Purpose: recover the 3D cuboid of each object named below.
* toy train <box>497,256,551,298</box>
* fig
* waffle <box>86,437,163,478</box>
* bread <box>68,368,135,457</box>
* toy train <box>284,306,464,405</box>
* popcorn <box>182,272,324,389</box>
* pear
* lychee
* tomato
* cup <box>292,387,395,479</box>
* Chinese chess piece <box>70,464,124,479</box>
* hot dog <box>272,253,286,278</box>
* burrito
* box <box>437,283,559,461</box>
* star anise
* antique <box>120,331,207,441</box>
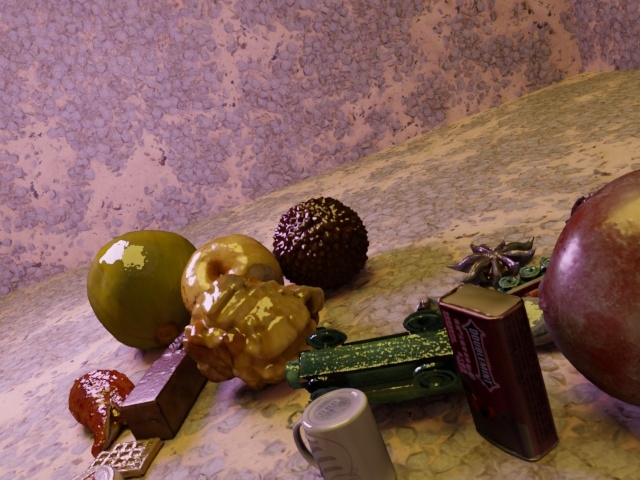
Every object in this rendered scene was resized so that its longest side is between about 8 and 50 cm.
[{"bbox_3d":[0.424,0.094,1.039,0.176,0.074,0.118,-22,23,-9],"label":"toy train"},{"bbox_3d":[-0.462,0.139,1.502,0.344,0.343,0.343,-18,17,6],"label":"fig"},{"bbox_3d":[-0.373,0.415,1.035,0.135,0.021,0.092,-13,20,18],"label":"waffle"},{"bbox_3d":[-0.472,0.357,1.199,0.139,0.095,0.269,-37,26,-23],"label":"bread"},{"bbox_3d":[0.101,0.217,0.879,0.308,0.189,0.126,-13,41,10],"label":"toy train"},{"bbox_3d":[-0.118,0.176,1.144,0.333,0.224,0.265,-14,24,-36],"label":"popcorn"},{"bbox_3d":[-0.214,0.117,1.377,0.272,0.271,0.271,-18,17,6],"label":"pear"},{"bbox_3d":[0.000,0.000,1.455,0.268,0.267,0.267,-18,17,6],"label":"lychee"},{"bbox_3d":[0.447,0.058,0.718,0.317,0.316,0.283,-28,37,-23],"label":"tomato"},{"bbox_3d":[0.022,0.294,0.771,0.136,0.133,0.099,-18,14,10],"label":"cup"},{"bbox_3d":[-0.392,0.439,0.929,0.122,0.051,0.122,-18,18,6],"label":"Chinese chess piece"},{"bbox_3d":[-0.085,0.070,1.685,0.131,0.069,0.253,-39,21,-25],"label":"hot dog"},{"bbox_3d":[0.310,0.147,0.988,0.310,0.066,0.096,-6,59,34],"label":"burrito"},{"bbox_3d":[0.240,0.174,0.742,0.069,0.223,0.120,-26,20,-23],"label":"box"},{"bbox_3d":[0.384,0.049,1.226,0.181,0.061,0.205,7,34,46],"label":"star anise"},{"bbox_3d":[-0.313,0.299,1.197,0.088,0.093,0.310,-15,17,15],"label":"antique"}]
